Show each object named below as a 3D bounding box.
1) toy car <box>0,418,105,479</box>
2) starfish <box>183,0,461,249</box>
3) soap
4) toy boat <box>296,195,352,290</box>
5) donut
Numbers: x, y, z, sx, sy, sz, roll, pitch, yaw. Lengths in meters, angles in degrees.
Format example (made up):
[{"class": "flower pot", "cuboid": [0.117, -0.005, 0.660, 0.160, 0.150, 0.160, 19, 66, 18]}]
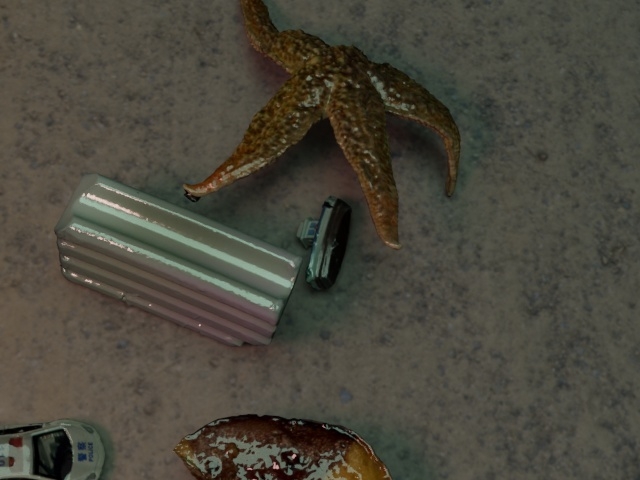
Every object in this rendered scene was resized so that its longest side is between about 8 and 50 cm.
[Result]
[{"class": "toy car", "cuboid": [-0.358, 0.259, 1.340, 0.205, 0.056, 0.095, -3, 66, -10]}, {"class": "starfish", "cuboid": [0.011, -0.162, 1.523, 0.398, 0.132, 0.384, 24, 56, -1]}, {"class": "soap", "cuboid": [-0.177, 0.031, 1.401, 0.289, 0.173, 0.095, 22, 65, 1]}, {"class": "toy boat", "cuboid": [0.000, 0.000, 1.510, 0.066, 0.059, 0.140, 4, 62, 22]}, {"class": "donut", "cuboid": [-0.020, 0.292, 1.350, 0.295, 0.112, 0.151, 35, 64, 5]}]
